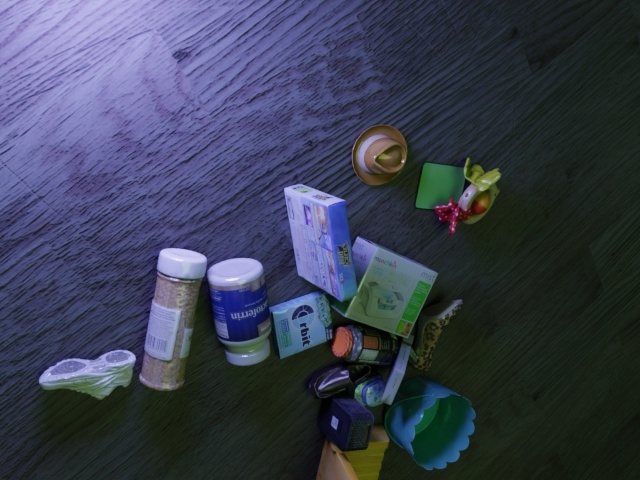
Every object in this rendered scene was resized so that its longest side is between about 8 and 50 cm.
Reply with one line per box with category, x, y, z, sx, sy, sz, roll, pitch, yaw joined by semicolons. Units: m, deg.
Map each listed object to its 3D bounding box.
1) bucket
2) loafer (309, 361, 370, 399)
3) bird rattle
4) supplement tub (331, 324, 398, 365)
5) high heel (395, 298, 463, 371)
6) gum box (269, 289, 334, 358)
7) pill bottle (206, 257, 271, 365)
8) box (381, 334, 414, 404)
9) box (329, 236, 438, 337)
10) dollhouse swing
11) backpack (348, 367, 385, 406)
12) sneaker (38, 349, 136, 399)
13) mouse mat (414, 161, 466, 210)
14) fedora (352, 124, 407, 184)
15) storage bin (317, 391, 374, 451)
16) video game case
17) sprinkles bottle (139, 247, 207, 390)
bucket;0.363;0.607;2.149;0.281;0.183;0.281;-8;108;-27
loafer;0.063;0.423;1.974;0.220;0.078;0.080;-24;92;-27
bird rattle;0.493;-0.121;2.036;0.207;0.143;0.253;19;99;-49
supplement tub;0.136;0.323;1.973;0.190;0.117;0.117;13;98;-31
high heel;0.391;0.318;2.123;0.261;0.093;0.186;-33;113;1
gum box;-0.056;0.247;1.886;0.184;0.041;0.157;-18;112;-23
pill bottle;-0.213;0.193;1.715;0.153;0.153;0.264;-17;113;-25
box;0.244;0.402;2.008;0.038;0.186;0.145;21;123;7
box;0.190;0.144;1.947;0.262;0.127;0.231;24;94;-32
dollhouse swing;0.131;0.813;2.008;0.315;0.305;0.347;7;100;-31
backpack;0.152;0.484;2.050;0.114;0.084;0.105;-15;109;-22
sneaker;-0.579;0.356;1.596;0.232;0.090;0.115;-6;111;-27
mouse mat;0.386;-0.169;2.033;0.190;0.007;0.152;3;103;-30
fedora;0.187;-0.244;1.853;0.194;0.079;0.194;-9;109;-27
storage bin;0.075;0.559;1.971;0.084;0.180;0.122;6;101;-30
video game case;0.000;0.000;1.722;0.061;0.244;0.269;-19;113;-24
sprinkles bottle;-0.382;0.203;1.641;0.121;0.121;0.355;6;102;-31
